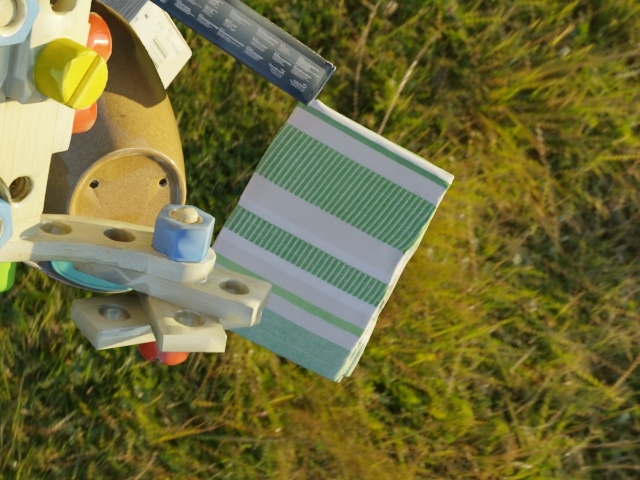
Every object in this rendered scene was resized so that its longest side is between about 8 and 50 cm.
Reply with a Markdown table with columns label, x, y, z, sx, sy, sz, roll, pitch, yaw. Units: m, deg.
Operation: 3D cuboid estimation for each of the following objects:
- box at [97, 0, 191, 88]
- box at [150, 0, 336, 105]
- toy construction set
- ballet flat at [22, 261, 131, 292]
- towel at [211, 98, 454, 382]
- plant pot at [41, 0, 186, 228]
| label | x | y | z | sx | sy | sz | roll | pitch | yaw |
| --- | --- | --- | --- | --- | --- | --- | --- | --- | --- |
| box | -0.331 | -0.284 | 1.684 | 0.232 | 0.127 | 0.148 | 22 | 68 | 36 |
| box | -0.101 | -0.225 | 1.166 | 0.220 | 0.175 | 0.051 | 32 | 97 | -17 |
| toy construction set | -0.114 | -0.088 | 0.573 | 0.215 | 0.151 | 0.327 | -20 | 116 | -52 |
| ballet flat | -0.364 | -0.015 | 1.485 | 0.316 | 0.106 | 0.107 | 24 | 91 | -40 |
| towel | 0.000 | 0.000 | 1.547 | 0.248 | 0.038 | 0.325 | 28 | 93 | -6 |
| plant pot | -0.239 | -0.094 | 1.166 | 0.237 | 0.237 | 0.254 | -18 | 38 | -20 |
